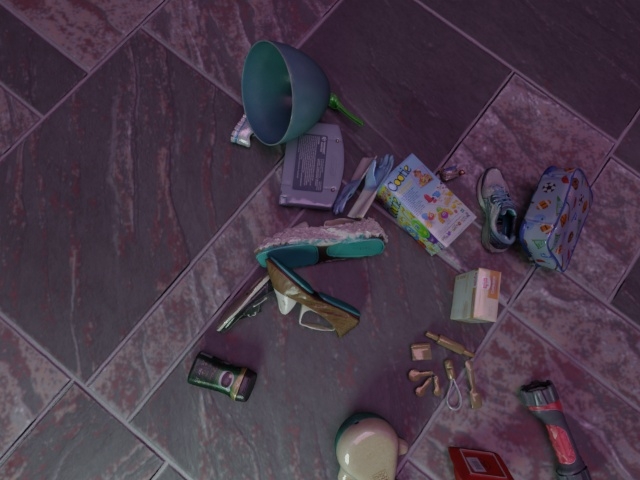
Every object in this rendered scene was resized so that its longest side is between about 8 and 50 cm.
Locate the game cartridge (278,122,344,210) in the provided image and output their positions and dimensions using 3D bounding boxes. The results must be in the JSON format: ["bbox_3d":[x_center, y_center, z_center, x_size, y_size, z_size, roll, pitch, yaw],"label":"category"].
[{"bbox_3d":[-0.022,-0.243,1.395,0.196,0.060,0.294,5,75,2],"label":"game cartridge"}]

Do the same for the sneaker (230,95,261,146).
[{"bbox_3d":[-0.220,-0.392,1.421,0.082,0.071,0.191,27,85,-6],"label":"sneaker"}]

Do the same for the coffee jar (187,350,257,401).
[{"bbox_3d":[-0.280,0.394,1.240,0.184,0.079,0.096,20,76,2],"label":"coffee jar"}]

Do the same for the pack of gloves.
[{"bbox_3d":[0.119,-0.180,1.329,0.046,0.195,0.232,37,78,-28],"label":"pack of gloves"}]

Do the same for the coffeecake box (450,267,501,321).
[{"bbox_3d":[0.455,0.167,1.274,0.068,0.185,0.142,12,78,-1],"label":"coffeecake box"}]

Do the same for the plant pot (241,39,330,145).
[{"bbox_3d":[-0.086,-0.446,1.306,0.195,0.290,0.290,-16,78,-35],"label":"plant pot"}]

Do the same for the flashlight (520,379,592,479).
[{"bbox_3d":[0.683,0.569,1.249,0.103,0.103,0.304,-20,80,20],"label":"flashlight"}]

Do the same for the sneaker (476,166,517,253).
[{"bbox_3d":[0.579,-0.107,1.371,0.110,0.122,0.283,-2,78,-4],"label":"sneaker"}]

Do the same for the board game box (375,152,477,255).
[{"bbox_3d":[0.317,-0.108,1.346,0.144,0.142,0.275,-42,84,-11],"label":"board game box"}]

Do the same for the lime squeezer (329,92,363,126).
[{"bbox_3d":[-0.004,-0.443,1.439,0.310,0.059,0.110,9,84,7],"label":"lime squeezer"}]

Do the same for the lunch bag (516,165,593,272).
[{"bbox_3d":[0.730,-0.058,1.333,0.243,0.115,0.303,38,77,-40],"label":"lunch bag"}]

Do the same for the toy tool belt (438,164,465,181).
[{"bbox_3d":[0.435,-0.231,1.425,0.083,0.052,0.051,-22,89,-8],"label":"toy tool belt"}]

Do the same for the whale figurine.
[{"bbox_3d":[0.142,0.608,1.210,0.216,0.141,0.272,-26,105,-8],"label":"whale figurine"}]

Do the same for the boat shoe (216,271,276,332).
[{"bbox_3d":[-0.213,0.198,1.287,0.233,0.084,0.079,-43,108,-5],"label":"boat shoe"}]

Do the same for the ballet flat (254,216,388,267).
[{"bbox_3d":[0.000,0.000,1.331,0.408,0.147,0.147,-5,78,-7],"label":"ballet flat"}]

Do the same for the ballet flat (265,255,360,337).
[{"bbox_3d":[-0.042,0.183,1.264,0.342,0.116,0.124,34,93,-17],"label":"ballet flat"}]

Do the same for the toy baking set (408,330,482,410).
[{"bbox_3d":[0.381,0.397,1.305,0.256,0.030,0.197,21,81,2],"label":"toy baking set"}]

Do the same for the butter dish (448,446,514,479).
[{"bbox_3d":[0.441,0.672,1.203,0.159,0.160,0.118,9,101,-2],"label":"butter dish"}]
